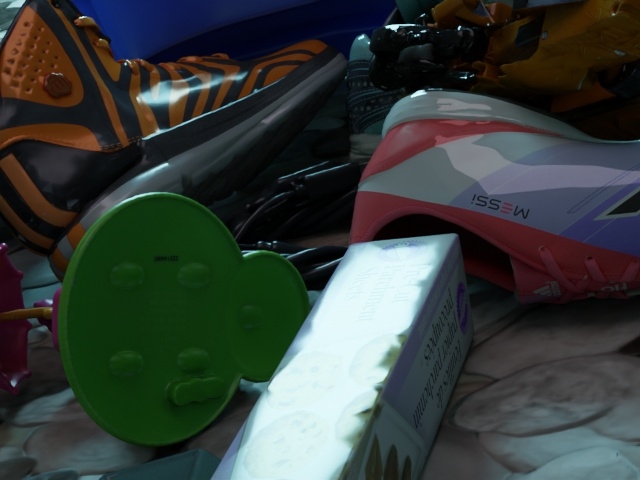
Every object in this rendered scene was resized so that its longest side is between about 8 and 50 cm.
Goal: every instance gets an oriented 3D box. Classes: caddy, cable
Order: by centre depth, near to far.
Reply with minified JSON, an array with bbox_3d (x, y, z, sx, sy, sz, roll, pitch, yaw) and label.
[{"bbox_3d":[0.000,0.000,1.043,0.184,0.047,0.150,-19,27,-26],"label":"cable"},{"bbox_3d":[-0.057,-0.231,1.352,0.341,0.179,0.241,-16,-10,-13],"label":"caddy"}]

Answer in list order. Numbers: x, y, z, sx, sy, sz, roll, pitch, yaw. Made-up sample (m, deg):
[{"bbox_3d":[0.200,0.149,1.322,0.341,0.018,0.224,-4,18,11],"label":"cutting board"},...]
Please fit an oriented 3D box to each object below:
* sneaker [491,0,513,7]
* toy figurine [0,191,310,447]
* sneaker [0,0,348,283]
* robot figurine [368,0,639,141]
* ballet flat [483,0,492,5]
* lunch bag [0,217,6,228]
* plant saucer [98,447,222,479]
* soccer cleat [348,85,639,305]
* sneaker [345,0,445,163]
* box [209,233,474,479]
[{"bbox_3d":[0.278,-0.194,1.179,0.210,0.137,0.366,-23,46,-40],"label":"sneaker"},{"bbox_3d":[-0.120,0.040,0.915,0.159,0.130,0.173,0,1,44],"label":"toy figurine"},{"bbox_3d":[-0.119,-0.110,1.155,0.321,0.180,0.124,-35,-10,-48],"label":"sneaker"},{"bbox_3d":[0.157,-0.109,1.001,0.211,0.085,0.291,20,-11,-24],"label":"robot figurine"},{"bbox_3d":[0.190,-0.208,1.479,0.052,0.057,0.168,-48,28,-13],"label":"ballet flat"},{"bbox_3d":[-0.282,-0.113,1.232,0.090,0.219,0.176,-27,23,-19],"label":"lunch bag"},{"bbox_3d":[-0.085,0.146,0.723,0.067,0.018,0.192,-17,21,10],"label":"plant saucer"},{"bbox_3d":[0.166,-0.006,0.910,0.318,0.108,0.116,10,58,27],"label":"soccer cleat"},{"bbox_3d":[0.107,-0.139,1.222,0.110,0.122,0.283,0,24,29],"label":"sneaker"},{"bbox_3d":[0.009,0.089,0.764,0.067,0.063,0.324,-4,22,19],"label":"box"}]
